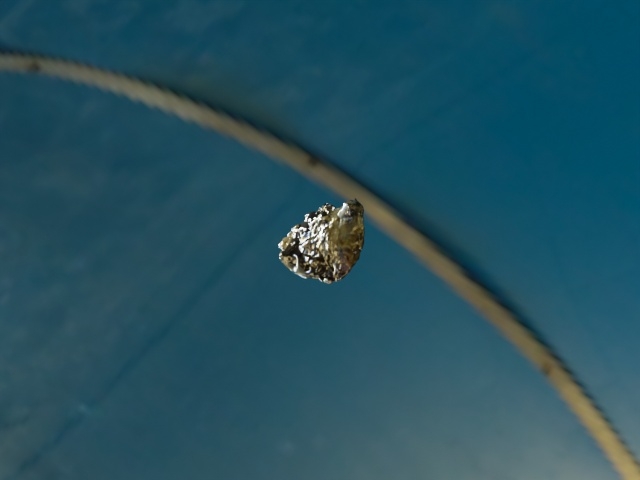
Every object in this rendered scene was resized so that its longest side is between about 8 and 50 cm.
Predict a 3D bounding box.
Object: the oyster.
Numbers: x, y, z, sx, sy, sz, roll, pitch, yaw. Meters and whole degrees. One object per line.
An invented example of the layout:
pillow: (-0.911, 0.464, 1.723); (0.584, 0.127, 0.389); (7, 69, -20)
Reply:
oyster: (-0.002, 0.000, 1.198); (0.019, 0.054, 0.083); (19, -12, -30)
